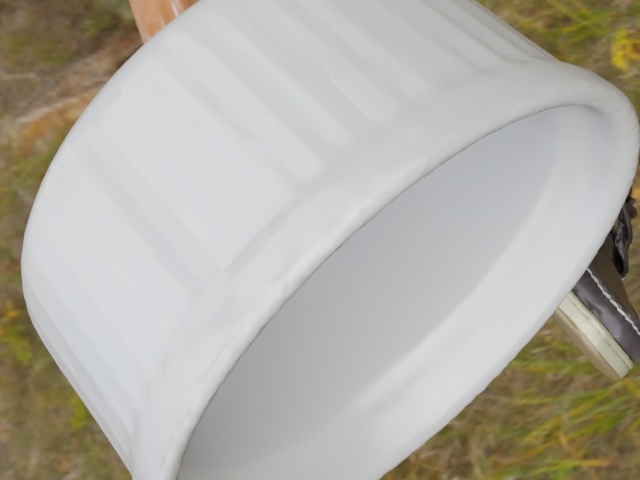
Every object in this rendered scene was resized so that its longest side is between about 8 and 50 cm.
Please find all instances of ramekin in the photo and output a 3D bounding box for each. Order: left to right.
[{"bbox_3d":[0.000,0.000,0.693,0.135,0.277,0.277,47,127,24],"label":"ramekin"}]

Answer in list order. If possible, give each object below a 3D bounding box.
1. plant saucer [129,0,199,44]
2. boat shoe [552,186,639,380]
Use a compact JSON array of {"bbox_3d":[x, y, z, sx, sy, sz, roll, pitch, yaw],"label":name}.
[{"bbox_3d":[-0.064,-0.144,0.827,0.200,0.037,0.200,54,155,41],"label":"plant saucer"},{"bbox_3d":[0.163,-0.024,1.021,0.092,0.103,0.285,-33,33,10],"label":"boat shoe"}]
